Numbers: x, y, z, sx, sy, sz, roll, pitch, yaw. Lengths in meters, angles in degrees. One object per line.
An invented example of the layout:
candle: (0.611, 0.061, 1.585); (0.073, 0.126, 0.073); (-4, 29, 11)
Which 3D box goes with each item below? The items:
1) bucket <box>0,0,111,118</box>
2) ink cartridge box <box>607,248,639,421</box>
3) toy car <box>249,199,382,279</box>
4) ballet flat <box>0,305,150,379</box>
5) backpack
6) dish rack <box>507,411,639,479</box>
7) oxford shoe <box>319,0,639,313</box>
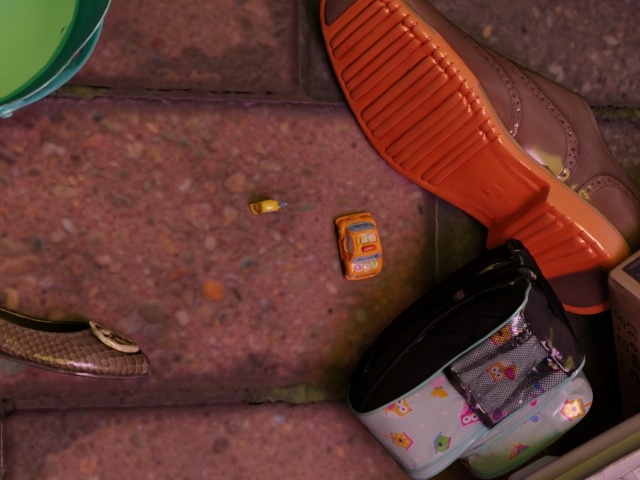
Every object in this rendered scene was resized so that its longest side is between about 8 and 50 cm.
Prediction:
bucket: (-0.281, -0.217, 0.917); (0.281, 0.183, 0.281); (0, 90, -16)
ink cartridge box: (0.354, 0.077, 1.084); (0.193, 0.088, 0.235); (-32, 134, -13)
toy car: (0.000, 0.000, 1.067); (0.122, 0.040, 0.060); (8, 87, -16)
ballet flat: (-0.252, 0.060, 0.977); (0.249, 0.084, 0.058); (15, 86, -10)
backpack: (0.120, 0.110, 1.032); (0.188, 0.166, 0.144); (-31, 106, 10)
dish rack: (0.283, 0.220, 1.032); (0.332, 0.072, 0.286); (-25, 132, -11)
oxford shoe: (0.146, -0.103, 1.089); (0.364, 0.130, 0.133); (48, 52, -10)
